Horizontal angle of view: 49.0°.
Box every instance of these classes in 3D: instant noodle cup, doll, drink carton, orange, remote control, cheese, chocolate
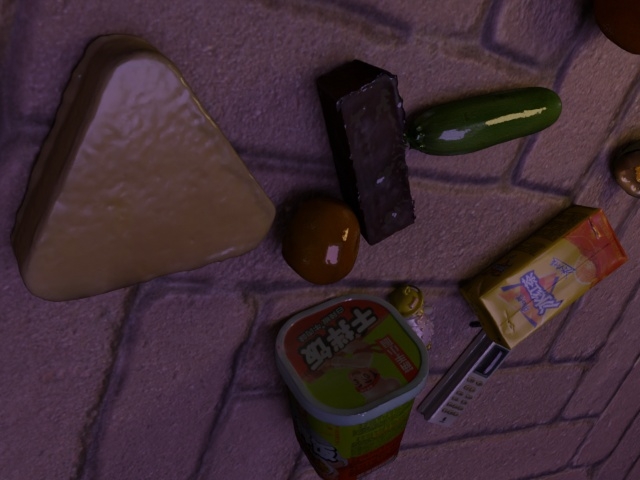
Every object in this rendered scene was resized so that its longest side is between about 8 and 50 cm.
[{"bbox_3d":[0.057,0.312,1.402,0.293,0.294,0.308,-21,137,-21],"label":"instant noodle cup"},{"bbox_3d":[0.197,0.171,1.505,0.129,0.081,0.207,-43,136,-27],"label":"doll"},{"bbox_3d":[0.503,0.076,1.589,0.351,0.111,0.155,-35,103,-7],"label":"drink carton"},{"bbox_3d":[0.598,-0.449,1.273,0.223,0.170,0.224,-5,103,-25],"label":"orange"},{"bbox_3d":[0.000,0.000,1.205,0.134,0.155,0.155,3,128,9],"label":"orange"},{"bbox_3d":[0.368,0.347,1.761,0.103,0.055,0.277,28,103,-44],"label":"remote control"},{"bbox_3d":[-0.249,-0.108,0.987,0.383,0.104,0.384,-17,129,-23],"label":"cheese"},{"bbox_3d":[0.076,-0.149,1.175,0.111,0.112,0.321,-28,134,-13],"label":"chocolate"}]

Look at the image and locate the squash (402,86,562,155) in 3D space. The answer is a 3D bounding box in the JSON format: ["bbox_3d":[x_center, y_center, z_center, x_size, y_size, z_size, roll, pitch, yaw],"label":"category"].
[{"bbox_3d":[0.298,-0.217,1.285,0.378,0.101,0.102,-14,128,-24],"label":"squash"}]

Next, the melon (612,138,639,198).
[{"bbox_3d":[0.739,-0.185,1.627,0.128,0.079,0.160,-48,136,-21],"label":"melon"}]

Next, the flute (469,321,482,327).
[{"bbox_3d":[0.472,0.204,1.760,0.269,0.014,0.014,0,121,-35],"label":"flute"}]
